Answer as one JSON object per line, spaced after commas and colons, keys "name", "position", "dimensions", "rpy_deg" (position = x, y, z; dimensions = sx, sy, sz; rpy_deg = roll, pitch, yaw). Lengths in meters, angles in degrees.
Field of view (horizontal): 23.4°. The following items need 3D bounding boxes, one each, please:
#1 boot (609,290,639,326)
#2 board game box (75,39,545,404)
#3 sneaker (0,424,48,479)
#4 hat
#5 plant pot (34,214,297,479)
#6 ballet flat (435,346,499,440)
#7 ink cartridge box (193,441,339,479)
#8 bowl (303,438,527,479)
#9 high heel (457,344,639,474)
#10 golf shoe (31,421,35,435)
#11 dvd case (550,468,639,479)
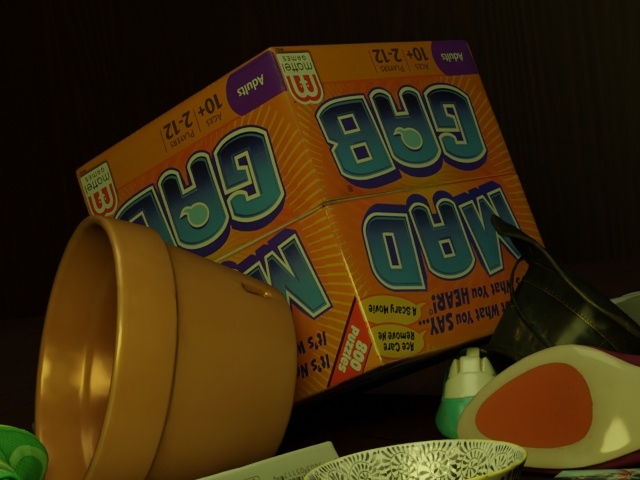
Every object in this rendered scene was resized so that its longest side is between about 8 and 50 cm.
{"name": "boot", "position": [0.455, 0.099, 2.066], "dimensions": [0.123, 0.095, 0.258], "rpy_deg": [-18, 8, -36]}
{"name": "board game box", "position": [0.000, 0.000, 1.819], "dimensions": [0.356, 0.356, 0.356], "rpy_deg": [-27, -11, 41]}
{"name": "sneaker", "position": [-0.318, 0.246, 1.411], "dimensions": [0.123, 0.110, 0.295], "rpy_deg": [13, 9, 14]}
{"name": "hat", "position": [0.258, 0.118, 1.612], "dimensions": [0.134, 0.331, 0.331], "rpy_deg": [-50, 3, 2]}
{"name": "plant pot", "position": [-0.152, 0.132, 1.554], "dimensions": [0.203, 0.291, 0.291], "rpy_deg": [9, -3, -22]}
{"name": "ballet flat", "position": [0.163, 0.163, 1.686], "dimensions": [0.083, 0.087, 0.247], "rpy_deg": [-9, 3, 5]}
{"name": "ink cartridge box", "position": [-0.114, 0.246, 1.374], "dimensions": [0.189, 0.066, 0.232], "rpy_deg": [-10, -17, -40]}
{"name": "bowl", "position": [0.075, 0.207, 1.167], "dimensions": [0.170, 0.080, 0.170], "rpy_deg": [-7, 3, 0]}
{"name": "high heel", "position": [0.324, 0.170, 1.438], "dimensions": [0.377, 0.127, 0.181], "rpy_deg": [-10, -27, 28]}
{"name": "golf shoe", "position": [-0.216, 0.195, 1.688], "dimensions": [0.198, 0.094, 0.077], "rpy_deg": [12, 6, 5]}
{"name": "dvd case", "position": [0.250, 0.210, 1.316], "dimensions": [0.119, 0.013, 0.087], "rpy_deg": [-5, 4, 27]}
